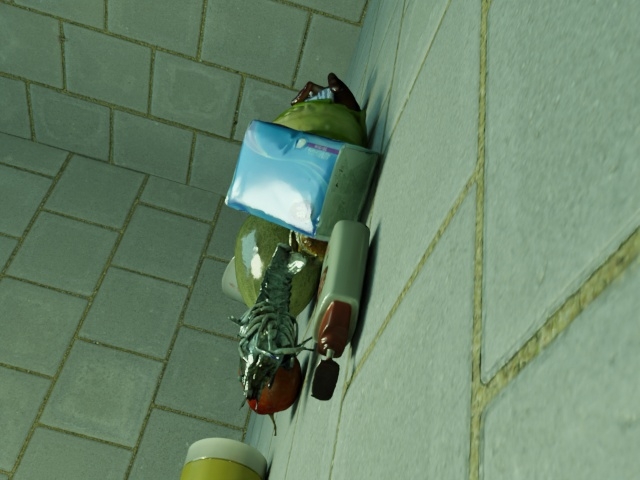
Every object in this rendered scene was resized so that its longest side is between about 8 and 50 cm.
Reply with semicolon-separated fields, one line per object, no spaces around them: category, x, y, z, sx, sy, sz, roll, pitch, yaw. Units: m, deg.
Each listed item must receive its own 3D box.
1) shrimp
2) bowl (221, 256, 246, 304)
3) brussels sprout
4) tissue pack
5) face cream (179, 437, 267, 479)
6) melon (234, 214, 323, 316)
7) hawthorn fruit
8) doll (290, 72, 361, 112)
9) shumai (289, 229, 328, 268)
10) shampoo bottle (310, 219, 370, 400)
shrimp;-0.103;0.183;1.518;0.166;0.221;0.410;-49;22;30
bowl;-0.166;0.137;2.464;0.157;0.345;0.345;47;135;33
brussels sprout;-0.018;-0.216;1.651;0.259;0.294;0.227;-32;66;52
tissue pack;-0.040;-0.122;1.396;0.146;0.263;0.198;9;-80;-52
face cream;-0.257;0.643;1.774;0.179;0.218;0.218;-80;7;-46
melon;-0.112;0.054;1.876;0.248;0.248;0.329;119;157;-71
hawthorn fruit;-0.117;0.349;1.615;0.162;0.162;0.203;118;151;-70
doll;-0.006;-0.290;1.987;0.318;0.209;0.340;133;150;-86
shumai;-0.002;0.004;1.667;0.116;0.145;0.145;7;81;63
shampoo bottle;0.024;0.107;1.089;0.284;0.071;0.153;-77;3;-46
